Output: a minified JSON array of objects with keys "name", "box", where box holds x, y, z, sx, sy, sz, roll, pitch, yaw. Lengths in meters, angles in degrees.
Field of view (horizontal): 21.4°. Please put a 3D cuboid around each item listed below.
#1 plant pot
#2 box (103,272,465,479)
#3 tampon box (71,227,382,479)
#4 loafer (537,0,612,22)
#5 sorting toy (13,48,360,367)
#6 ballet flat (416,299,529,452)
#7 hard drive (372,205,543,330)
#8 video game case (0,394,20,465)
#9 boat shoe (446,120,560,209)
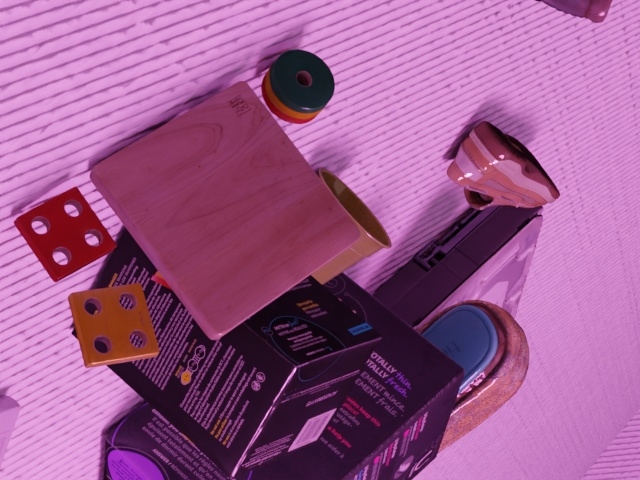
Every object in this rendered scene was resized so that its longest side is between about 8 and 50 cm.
[{"name":"plant pot","box":[0.000,0.000,1.332,0.079,0.083,0.083,-43,161,12]},{"name":"box","box":[-0.033,0.174,1.416,0.270,0.165,0.143,-37,155,-32]},{"name":"tampon box","box":[-0.065,0.065,1.171,0.120,0.161,0.101,-13,138,-57]},{"name":"loafer","box":[0.279,-0.265,1.440,0.267,0.084,0.096,-39,156,-29]},{"name":"sorting toy","box":[-0.072,-0.011,1.087,0.274,0.132,0.046,-35,175,-34]},{"name":"ballet flat","box":[0.055,0.186,1.593,0.348,0.123,0.123,-39,162,13]},{"name":"hard drive","box":[0.120,0.112,1.783,0.237,0.064,0.339,-40,156,-27]},{"name":"video game case","box":[-0.271,0.186,1.119,0.143,0.019,0.157,-15,131,-59]},{"name":"boat shoe","box":[0.167,-0.060,1.603,0.072,0.068,0.190,-42,152,12]}]
